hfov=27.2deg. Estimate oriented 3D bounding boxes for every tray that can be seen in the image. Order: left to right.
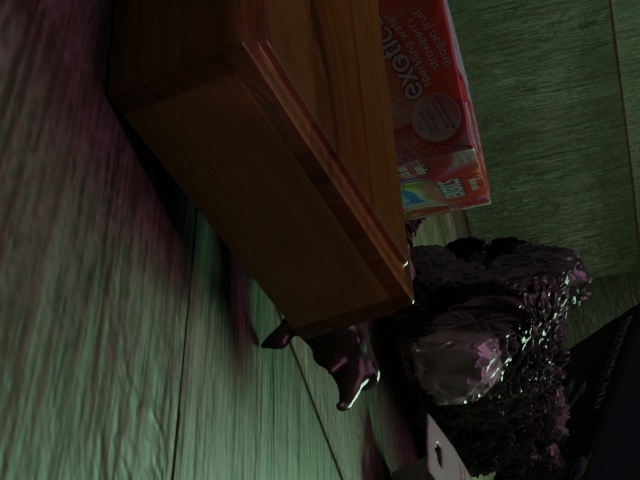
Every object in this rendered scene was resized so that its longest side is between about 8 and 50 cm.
[{"bbox_3d":[-0.029,-0.169,0.768,0.203,0.076,0.410,54,24,-44],"label":"tray"}]

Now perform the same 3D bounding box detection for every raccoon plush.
[{"bbox_3d":[0.146,0.178,1.390,0.446,0.216,0.299,-30,120,-60],"label":"raccoon plush"}]

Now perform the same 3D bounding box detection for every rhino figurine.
[{"bbox_3d":[0.000,0.000,0.837,0.106,0.073,0.243,39,37,-45],"label":"rhino figurine"}]

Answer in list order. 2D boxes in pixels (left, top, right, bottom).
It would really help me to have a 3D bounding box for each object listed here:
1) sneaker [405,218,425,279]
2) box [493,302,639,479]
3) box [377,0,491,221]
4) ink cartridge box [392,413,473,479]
[{"bbox_3d":[0.078,-0.047,1.344,0.088,0.093,0.225,70,13,-45],"label":"sneaker"},{"bbox_3d":[0.384,0.296,1.713,0.293,0.212,0.395,-65,-177,-23],"label":"box"},{"bbox_3d":[0.055,-0.108,1.111,0.300,0.142,0.154,30,49,-79],"label":"box"},{"bbox_3d":[0.119,0.268,1.196,0.198,0.067,0.115,59,12,-14],"label":"ink cartridge box"}]
